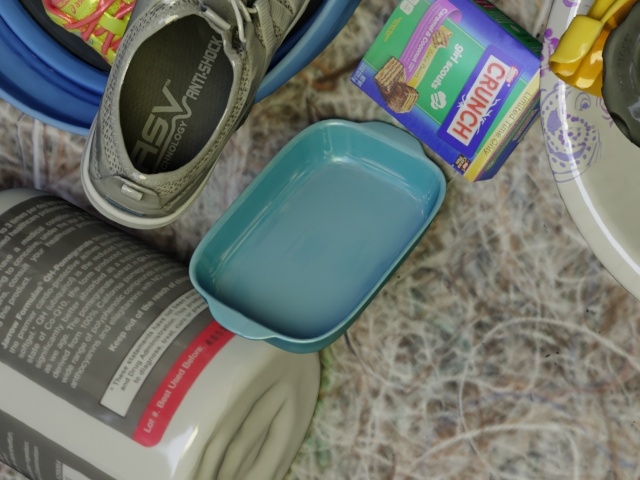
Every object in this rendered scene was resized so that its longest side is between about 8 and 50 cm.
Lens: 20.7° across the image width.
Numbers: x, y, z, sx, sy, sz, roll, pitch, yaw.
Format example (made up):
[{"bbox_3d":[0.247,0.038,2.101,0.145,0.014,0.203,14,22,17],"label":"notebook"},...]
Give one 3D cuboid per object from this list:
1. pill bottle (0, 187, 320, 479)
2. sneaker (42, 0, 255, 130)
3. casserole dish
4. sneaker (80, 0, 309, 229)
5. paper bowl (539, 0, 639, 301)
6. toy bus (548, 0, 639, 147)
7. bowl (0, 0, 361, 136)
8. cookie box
[{"bbox_3d":[-0.174,0.071,1.186,0.318,0.176,0.176,27,110,22],"label":"pill bottle"},{"bbox_3d":[-0.126,-0.141,1.088,0.208,0.094,0.081,46,114,13],"label":"sneaker"},{"bbox_3d":[0.000,0.000,1.107,0.114,0.188,0.037,28,150,21],"label":"casserole dish"},{"bbox_3d":[-0.053,-0.137,1.003,0.105,0.115,0.281,18,89,-10],"label":"sneaker"},{"bbox_3d":[0.272,-0.084,0.940,0.284,0.148,0.284,5,101,27],"label":"paper bowl"},{"bbox_3d":[0.247,-0.107,0.799,0.220,0.149,0.211,29,95,20],"label":"toy bus"},{"bbox_3d":[-0.120,-0.265,1.163,0.391,0.077,0.391,5,101,27],"label":"bowl"},{"bbox_3d":[0.087,-0.104,1.097,0.107,0.040,0.092,41,113,16],"label":"cookie box"}]
